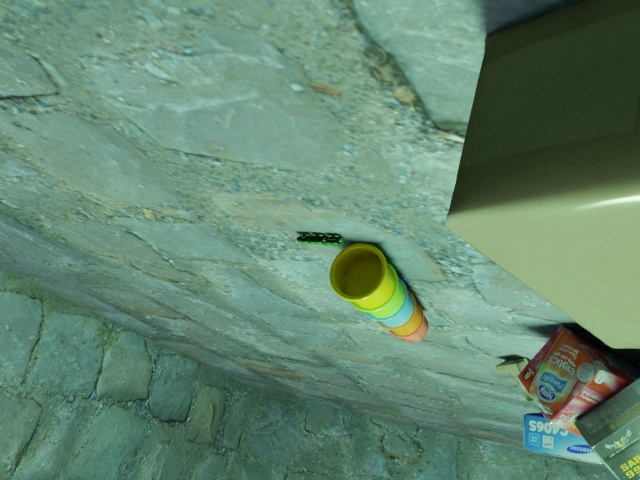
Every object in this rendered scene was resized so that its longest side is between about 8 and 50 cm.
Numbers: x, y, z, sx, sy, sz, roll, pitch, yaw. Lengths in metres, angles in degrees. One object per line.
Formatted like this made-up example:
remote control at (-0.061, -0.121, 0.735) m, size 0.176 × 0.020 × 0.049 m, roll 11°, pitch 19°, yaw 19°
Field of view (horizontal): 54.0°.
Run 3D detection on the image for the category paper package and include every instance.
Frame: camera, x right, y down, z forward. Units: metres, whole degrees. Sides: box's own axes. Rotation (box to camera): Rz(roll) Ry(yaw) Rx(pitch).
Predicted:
paper package at (0.305, -0.039, 0.432) m, size 0.309 × 0.168 × 0.324 m, roll 32°, pitch 154°, yaw -36°

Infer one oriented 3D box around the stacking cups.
stacking cups at (0.123, 0.110, 1.078) m, size 0.095 × 0.096 × 0.316 m, roll 4°, pitch 158°, yaw 30°

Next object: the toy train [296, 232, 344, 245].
toy train at (0.000, 0.000, 0.991) m, size 0.083 × 0.017 × 0.023 m, roll 2°, pitch 166°, yaw 34°

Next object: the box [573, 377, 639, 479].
box at (0.550, 0.289, 1.007) m, size 0.183 × 0.231 × 0.056 m, roll 46°, pitch -169°, yaw -31°

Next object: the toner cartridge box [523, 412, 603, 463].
toner cartridge box at (0.596, 0.407, 1.333) m, size 0.347 × 0.075 × 0.165 m, roll 10°, pitch 168°, yaw -40°

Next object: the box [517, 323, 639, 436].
box at (0.488, 0.266, 1.086) m, size 0.256 × 0.128 × 0.123 m, roll 26°, pitch -160°, yaw -25°

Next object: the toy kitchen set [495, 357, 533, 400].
toy kitchen set at (0.440, 0.293, 1.353) m, size 0.068 × 0.083 × 0.075 m, roll -21°, pitch 174°, yaw -24°
